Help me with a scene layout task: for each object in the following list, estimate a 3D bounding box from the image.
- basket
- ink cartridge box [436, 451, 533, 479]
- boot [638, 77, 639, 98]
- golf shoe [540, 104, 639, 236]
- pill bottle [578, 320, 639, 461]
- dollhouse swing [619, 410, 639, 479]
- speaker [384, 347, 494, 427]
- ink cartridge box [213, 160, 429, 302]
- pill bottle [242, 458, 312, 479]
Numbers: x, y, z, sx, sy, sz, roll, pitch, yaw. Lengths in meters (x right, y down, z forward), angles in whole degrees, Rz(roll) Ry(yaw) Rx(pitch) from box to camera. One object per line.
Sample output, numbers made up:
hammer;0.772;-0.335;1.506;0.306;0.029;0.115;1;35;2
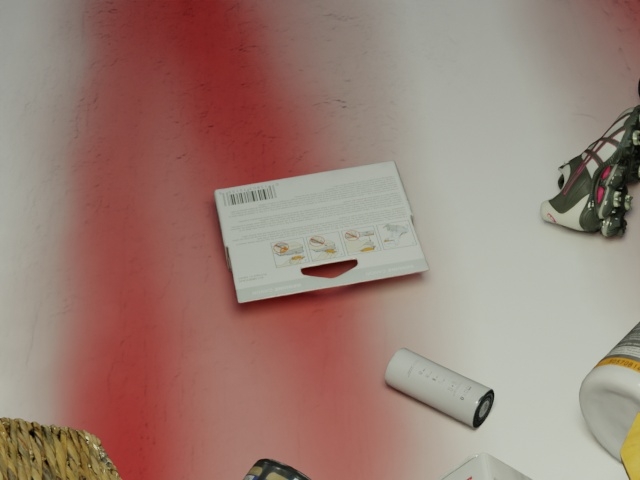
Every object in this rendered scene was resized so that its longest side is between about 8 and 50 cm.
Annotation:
basket;-0.340;0.386;1.636;0.214;0.223;0.299;13;36;-30
ink cartridge box;0.156;0.396;1.485;0.201;0.117;0.278;-41;33;29
boot;0.650;-0.166;2.131;0.281;0.096;0.264;-5;46;-18
golf shoe;0.411;-0.114;2.070;0.120;0.105;0.273;2;37;29
pill bottle;0.460;0.149;1.751;0.162;0.162;0.278;32;56;32
dollhouse swing;0.550;0.313;1.559;0.305;0.315;0.346;-30;51;15
speaker;0.151;0.188;1.817;0.136;0.055;0.055;24;51;27
ink cartridge box;0.000;0.000;2.021;0.275;0.060;0.239;-10;45;-5
pill bottle;-0.082;0.365;1.598;0.123;0.122;0.219;25;65;27
